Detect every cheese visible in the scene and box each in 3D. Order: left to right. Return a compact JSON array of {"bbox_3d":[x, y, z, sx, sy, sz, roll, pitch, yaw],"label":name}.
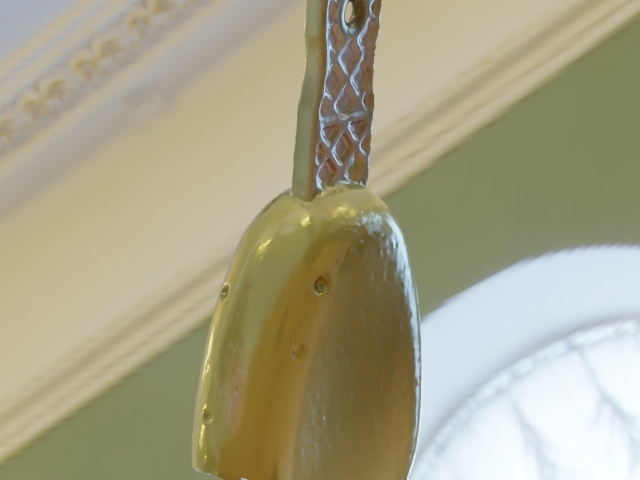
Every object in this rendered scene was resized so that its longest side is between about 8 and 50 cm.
[{"bbox_3d":[0.000,0.000,0.685,0.127,0.050,0.255,-17,-65,-49],"label":"cheese"}]
